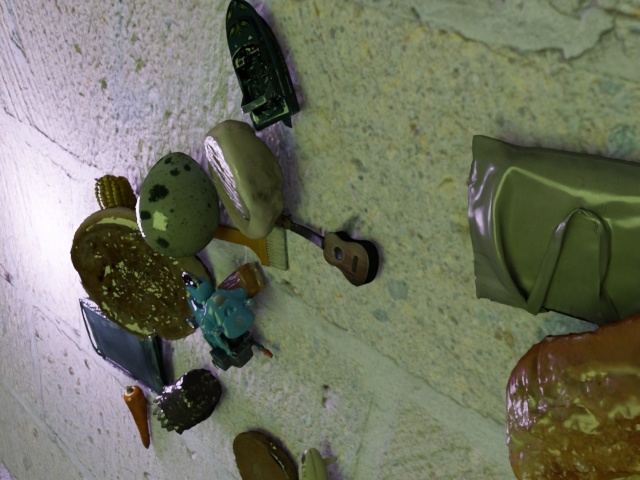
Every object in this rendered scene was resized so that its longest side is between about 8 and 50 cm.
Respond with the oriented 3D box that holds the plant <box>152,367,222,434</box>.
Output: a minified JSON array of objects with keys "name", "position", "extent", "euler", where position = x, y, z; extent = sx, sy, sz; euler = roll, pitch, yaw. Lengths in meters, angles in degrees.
[{"name":"plant","position":[-0.343,0.417,1.628],"extent":[0.194,0.132,0.129],"euler":[-42,74,39]}]

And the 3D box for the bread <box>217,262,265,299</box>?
[{"name":"bread","position":[-0.175,0.101,1.391],"extent":[0.074,0.053,0.132],"euler":[58,138,8]}]

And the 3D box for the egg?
[{"name":"egg","position":[-0.305,-0.076,1.350],"extent":[0.177,0.177,0.228],"euler":[7,99,41]}]

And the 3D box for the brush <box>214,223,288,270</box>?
[{"name":"brush","position":[-0.174,-0.007,1.371],"extent":[0.272,0.013,0.103],"euler":[14,116,39]}]

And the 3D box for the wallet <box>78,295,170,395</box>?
[{"name":"wallet","position":[-0.555,0.299,1.818],"extent":[0.342,0.075,0.237],"euler":[18,125,35]}]

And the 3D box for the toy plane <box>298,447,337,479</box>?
[{"name":"toy plane","position":[-0.001,0.570,1.391],"extent":[0.229,0.092,0.244],"euler":[-158,65,-69]}]

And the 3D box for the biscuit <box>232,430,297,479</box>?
[{"name":"biscuit","position":[-0.134,0.570,1.559],"extent":[0.226,0.042,0.225],"euler":[20,121,35]}]

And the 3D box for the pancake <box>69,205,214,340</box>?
[{"name":"pancake","position":[-0.435,0.099,1.534],"extent":[0.382,0.071,0.382],"euler":[9,121,16]}]

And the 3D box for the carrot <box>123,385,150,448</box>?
[{"name":"carrot","position":[-0.550,0.542,1.932],"extent":[0.061,0.061,0.256],"euler":[16,126,38]}]

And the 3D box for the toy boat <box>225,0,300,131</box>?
[{"name":"toy boat","position":[-0.115,-0.317,1.124],"extent":[0.093,0.103,0.246],"euler":[-18,91,33]}]

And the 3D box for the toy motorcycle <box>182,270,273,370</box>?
[{"name":"toy motorcycle","position":[-0.209,0.183,1.365],"extent":[0.182,0.123,0.272],"euler":[27,147,34]}]

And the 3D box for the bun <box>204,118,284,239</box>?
[{"name":"bun","position":[-0.136,-0.123,1.196],"extent":[0.210,0.116,0.237],"euler":[47,152,46]}]

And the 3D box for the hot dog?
[{"name":"hot dog","position":[0.423,0.244,0.769],"extent":[0.365,0.196,0.367],"euler":[-32,105,36]}]

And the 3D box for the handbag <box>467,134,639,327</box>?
[{"name":"handbag","position":[0.340,-0.001,0.828],"extent":[0.316,0.109,0.253],"euler":[13,121,33]}]

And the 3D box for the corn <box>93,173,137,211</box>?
[{"name":"corn","position":[-0.493,-0.019,1.602],"extent":[0.102,0.102,0.312],"euler":[0,109,43]}]

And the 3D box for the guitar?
[{"name":"guitar","position":[0.001,-0.001,1.193],"extent":[0.271,0.038,0.083],"euler":[30,120,38]}]
